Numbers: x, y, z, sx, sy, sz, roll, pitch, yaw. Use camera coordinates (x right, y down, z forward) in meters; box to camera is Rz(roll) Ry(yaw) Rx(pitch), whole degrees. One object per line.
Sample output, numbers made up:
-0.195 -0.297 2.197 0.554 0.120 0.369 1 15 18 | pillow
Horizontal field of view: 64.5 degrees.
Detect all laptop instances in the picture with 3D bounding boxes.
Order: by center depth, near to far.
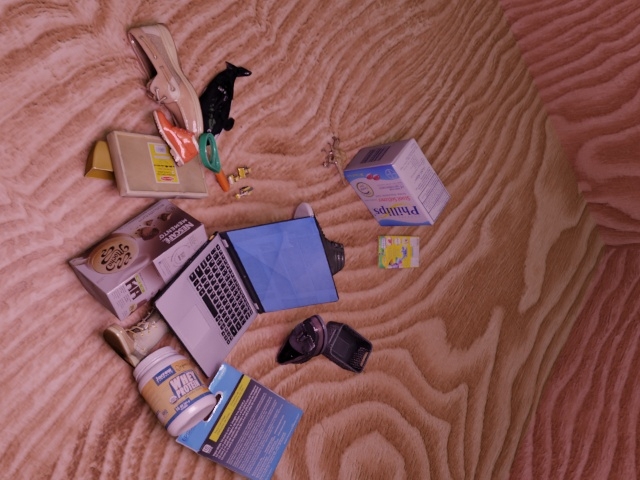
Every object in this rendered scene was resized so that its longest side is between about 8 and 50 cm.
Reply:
-0.178 0.169 1.412 0.408 0.236 0.382 -53 145 -31 | laptop

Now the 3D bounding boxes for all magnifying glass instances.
-0.300 -0.217 1.454 0.231 0.026 0.092 80 11 -60 | magnifying glass

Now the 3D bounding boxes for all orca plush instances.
-0.282 -0.411 1.505 0.151 0.102 0.287 47 63 -28 | orca plush

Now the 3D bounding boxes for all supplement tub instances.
-0.389 0.397 1.347 0.144 0.144 0.199 -32 70 -34 | supplement tub

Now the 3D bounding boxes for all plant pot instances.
-0.556 -0.208 1.308 0.081 0.081 0.083 4 77 -38 | plant pot

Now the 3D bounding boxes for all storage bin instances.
0.087 0.380 1.809 0.180 0.084 0.122 41 66 -32 | storage bin

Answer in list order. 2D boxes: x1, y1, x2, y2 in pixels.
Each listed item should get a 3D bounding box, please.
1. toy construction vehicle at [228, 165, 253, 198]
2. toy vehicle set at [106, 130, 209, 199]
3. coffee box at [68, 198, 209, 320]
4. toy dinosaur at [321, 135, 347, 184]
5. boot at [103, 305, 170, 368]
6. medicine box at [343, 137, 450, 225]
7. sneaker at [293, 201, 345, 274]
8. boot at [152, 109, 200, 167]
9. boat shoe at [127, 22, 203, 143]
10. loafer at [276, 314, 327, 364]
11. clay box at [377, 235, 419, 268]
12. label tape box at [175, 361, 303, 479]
-0.239 -0.180 1.567 0.098 0.035 0.085 -37 121 -55 | toy construction vehicle
-0.428 -0.197 1.364 0.267 0.035 0.166 -4 78 -54 | toy vehicle set
-0.454 0.041 1.310 0.297 0.168 0.119 -41 148 -30 | coffee box
0.057 -0.284 1.800 0.093 0.053 0.183 -11 91 -32 | toy dinosaur
-0.466 0.231 1.327 0.165 0.077 0.213 -51 159 -29 | boot
0.275 -0.201 1.844 0.289 0.263 0.149 51 62 -26 | medicine box
0.000 0.000 1.734 0.147 0.105 0.295 -23 110 -38 | sneaker
-0.384 -0.284 1.352 0.085 0.059 0.158 -32 111 -12 | boot
-0.424 -0.417 1.392 0.110 0.122 0.341 -24 94 -32 | boat shoe
-0.062 0.327 1.577 0.095 0.302 0.109 -16 66 -26 | loafer
0.297 0.045 1.995 0.222 0.053 0.127 1 89 -37 | clay box
-0.248 0.546 1.529 0.348 0.115 0.249 41 66 -28 | label tape box
